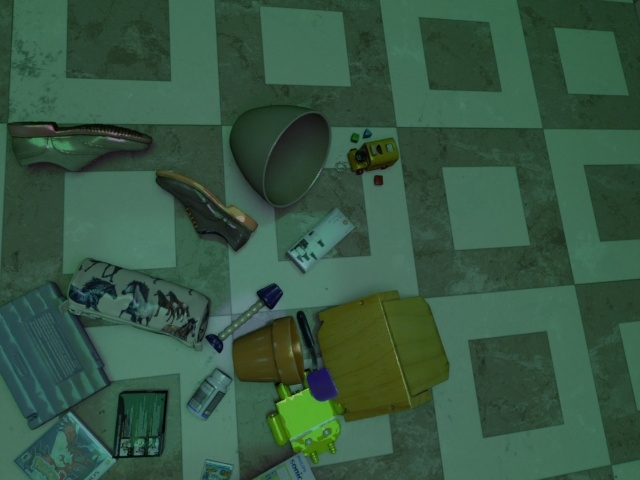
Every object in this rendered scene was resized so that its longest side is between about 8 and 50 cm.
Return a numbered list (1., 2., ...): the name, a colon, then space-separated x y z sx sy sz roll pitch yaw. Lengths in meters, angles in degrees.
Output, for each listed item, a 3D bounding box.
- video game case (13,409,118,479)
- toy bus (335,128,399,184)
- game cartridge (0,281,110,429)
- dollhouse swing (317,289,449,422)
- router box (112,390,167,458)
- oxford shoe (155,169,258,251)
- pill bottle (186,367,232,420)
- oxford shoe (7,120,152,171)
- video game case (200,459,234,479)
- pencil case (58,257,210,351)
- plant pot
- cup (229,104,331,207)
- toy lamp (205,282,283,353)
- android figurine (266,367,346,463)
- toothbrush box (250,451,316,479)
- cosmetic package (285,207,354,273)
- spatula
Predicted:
1. video game case: -0.717 0.623 1.182 0.183 0.023 0.201 -43 90 -17
2. toy bus: 0.185 -0.312 1.527 0.191 0.104 0.202 30 74 -5
3. game cartridge: -0.796 0.324 1.210 0.230 0.068 0.355 -29 86 -20
4. dollhouse swing: 0.217 0.367 1.400 0.315 0.305 0.346 -23 74 24
5. router box: -0.527 0.538 1.229 0.133 0.046 0.178 4 78 -11
6. oxford shoe: -0.388 -0.098 1.351 0.364 0.130 0.132 32 80 -4
7. pill bottle: -0.334 0.464 1.269 0.078 0.078 0.137 37 73 -3
8. oxford shoe: -0.747 -0.296 1.332 0.397 0.140 0.146 -1 110 -17
9. video game case: -0.319 0.730 1.252 0.087 0.011 0.122 17 76 -8
10. pencil case: -0.524 0.195 1.238 0.411 0.160 0.183 19 56 -8
11. plant pot: -0.161 0.350 1.282 0.188 0.205 0.205 -12 81 2
12. cup: -0.157 -0.305 1.370 0.237 0.331 0.331 31 72 23
13. toy lamp: -0.236 0.242 1.336 0.275 0.080 0.080 -42 90 -17
14. android figurine: -0.038 0.560 1.327 0.248 0.056 0.272 -19 81 -16
15. toothbrush box: -0.126 0.776 1.172 0.283 0.206 0.122 -21 124 -16
16. cosmetic package: 0.000 0.000 1.446 0.239 0.060 0.099 -43 91 -17
17. spatula: -0.026 0.365 1.346 0.084 0.030 0.296 -26 63 14
